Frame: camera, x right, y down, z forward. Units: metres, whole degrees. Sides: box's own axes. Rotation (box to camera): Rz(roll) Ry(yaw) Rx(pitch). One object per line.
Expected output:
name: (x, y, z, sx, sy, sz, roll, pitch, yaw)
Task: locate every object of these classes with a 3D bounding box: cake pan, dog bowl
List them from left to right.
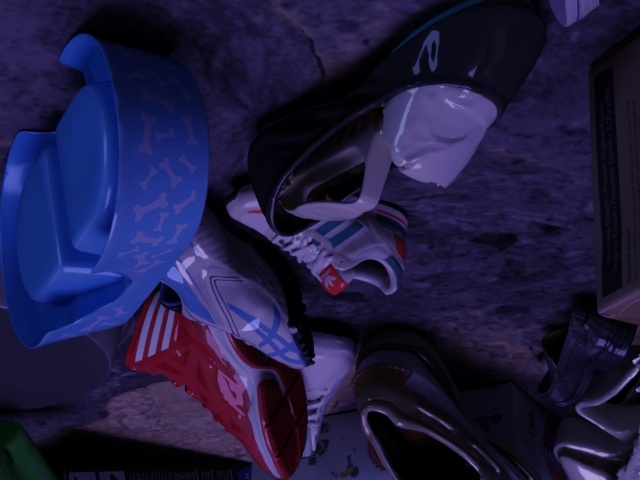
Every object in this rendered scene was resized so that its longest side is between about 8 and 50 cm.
cake pan: (-0.316, 0.084, 1.653, 0.293, 0.054, 0.293, 0, 153, 0)
dog bowl: (-0.158, -0.030, 1.312, 0.074, 0.166, 0.297, 0, 156, -25)

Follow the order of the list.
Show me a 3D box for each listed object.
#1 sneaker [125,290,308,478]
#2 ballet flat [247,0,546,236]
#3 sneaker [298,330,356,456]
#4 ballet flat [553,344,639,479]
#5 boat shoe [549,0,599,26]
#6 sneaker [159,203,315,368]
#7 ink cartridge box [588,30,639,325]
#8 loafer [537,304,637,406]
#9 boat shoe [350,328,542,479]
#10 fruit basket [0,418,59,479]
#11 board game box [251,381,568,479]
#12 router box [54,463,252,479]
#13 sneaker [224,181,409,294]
sneaker: (-0.097, 0.124, 1.668, 0.128, 0.087, 0.221, -1, 123, 27)
ballet flat: (0.054, -0.073, 1.286, 0.095, 0.096, 0.280, 20, 147, -34)
sneaker: (-0.015, 0.158, 1.755, 0.080, 0.094, 0.212, 7, 153, -11)
ballet flat: (0.303, 0.179, 1.775, 0.147, 0.147, 0.409, 5, 147, -10)
boat shoe: (0.165, -0.174, 1.158, 0.035, 0.035, 0.100, -27, 150, -7)
sneaker: (-0.078, 0.043, 1.529, 0.086, 0.085, 0.237, -24, 141, 19)
ink cartridge box: (0.304, -0.025, 1.273, 0.235, 0.193, 0.088, 15, 152, -26)
loafer: (0.234, 0.103, 1.697, 0.061, 0.062, 0.170, 26, 146, -3)
boat shoe: (0.122, 0.227, 1.739, 0.113, 0.103, 0.302, -26, 116, 30)
fruit basket: (-0.434, 0.320, 1.847, 0.392, 0.283, 0.392, 11, 134, 11)
board game box: (0.110, 0.255, 1.949, 0.303, 0.097, 0.224, -13, 151, 25)
router box: (-0.247, 0.334, 2.077, 0.243, 0.081, 0.309, 3, 156, -34)
sneaker: (0.000, 0.000, 1.456, 0.161, 0.075, 0.057, 14, 150, -27)
